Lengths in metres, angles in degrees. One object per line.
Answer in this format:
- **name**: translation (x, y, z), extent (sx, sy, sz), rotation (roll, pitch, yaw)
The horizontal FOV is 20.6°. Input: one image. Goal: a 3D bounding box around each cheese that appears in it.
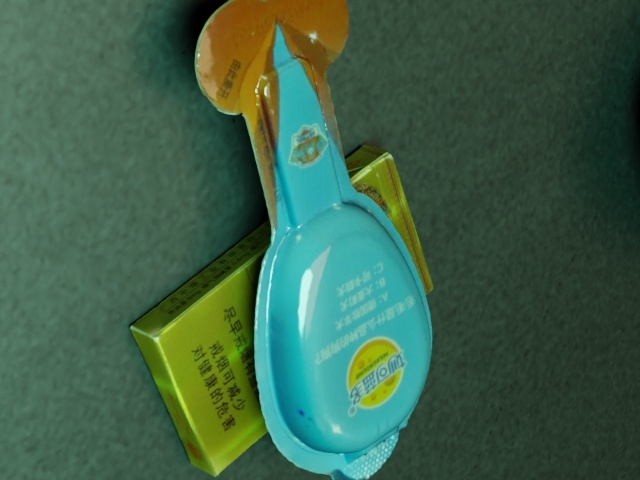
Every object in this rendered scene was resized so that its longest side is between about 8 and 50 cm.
- **cheese**: translation (0.000, 0.000, 0.794), extent (0.106, 0.037, 0.256), rotation (-30, 119, -33)

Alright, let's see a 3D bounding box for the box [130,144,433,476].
- **box**: translation (-0.014, 0.031, 0.831), extent (0.156, 0.022, 0.089), rotation (-41, 129, -27)
